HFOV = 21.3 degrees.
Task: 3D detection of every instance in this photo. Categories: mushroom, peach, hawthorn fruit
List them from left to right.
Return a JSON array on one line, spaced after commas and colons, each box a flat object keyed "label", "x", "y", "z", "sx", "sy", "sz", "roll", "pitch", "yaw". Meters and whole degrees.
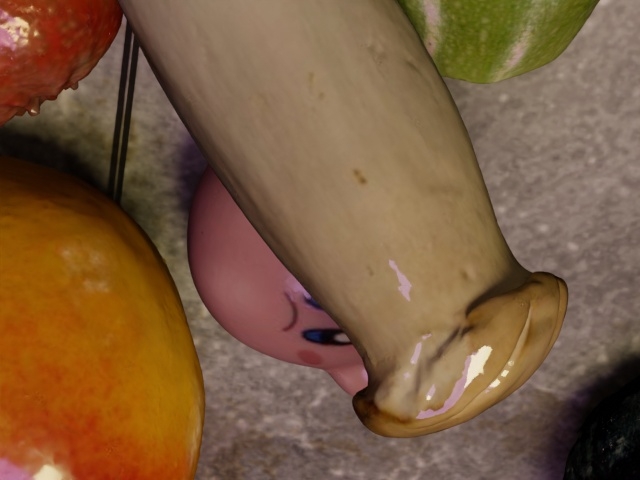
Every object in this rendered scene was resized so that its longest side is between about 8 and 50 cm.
[{"label": "hawthorn fruit", "x": -0.226, "y": -0.195, "z": 0.941, "sx": 0.165, "sy": 0.165, "sz": 0.285, "roll": -21, "pitch": 114, "yaw": 17}, {"label": "peach", "x": -0.210, "y": 0.089, "z": 1.050, "sx": 0.289, "sy": 0.308, "sz": 0.289, "roll": -3, "pitch": 113, "yaw": -7}, {"label": "mushroom", "x": -0.014, "y": -0.089, "z": 0.905, "sx": 0.137, "sy": 0.407, "sz": 0.154, "roll": -26, "pitch": 175, "yaw": -23}]

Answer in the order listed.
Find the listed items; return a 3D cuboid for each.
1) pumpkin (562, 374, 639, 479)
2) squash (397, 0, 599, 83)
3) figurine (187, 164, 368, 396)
[{"label": "pumpkin", "x": 0.280, "y": 0.192, "z": 1.195, "sx": 0.233, "sy": 0.163, "sz": 0.233, "roll": 2, "pitch": 124, "yaw": 3}, {"label": "squash", "x": 0.093, "y": -0.170, "z": 0.936, "sx": 0.170, "sy": 0.170, "sz": 0.123, "roll": 3, "pitch": 141, "yaw": 0}, {"label": "figurine", "x": 0.000, "y": 0.000, "z": 1.055, "sx": 0.173, "sy": 0.173, "sz": 0.173, "roll": 1, "pitch": 127, "yaw": 2}]
